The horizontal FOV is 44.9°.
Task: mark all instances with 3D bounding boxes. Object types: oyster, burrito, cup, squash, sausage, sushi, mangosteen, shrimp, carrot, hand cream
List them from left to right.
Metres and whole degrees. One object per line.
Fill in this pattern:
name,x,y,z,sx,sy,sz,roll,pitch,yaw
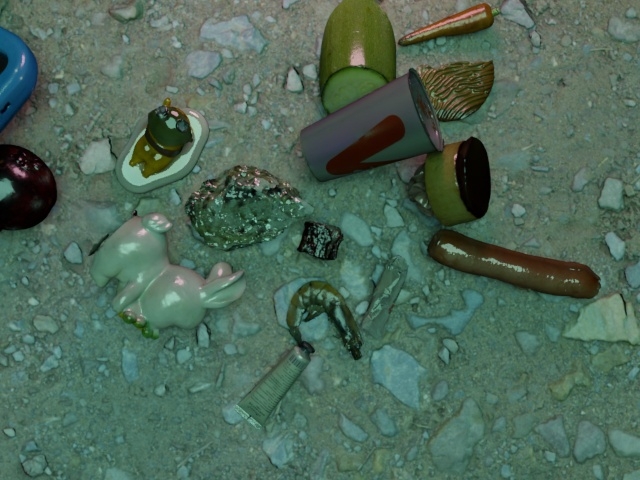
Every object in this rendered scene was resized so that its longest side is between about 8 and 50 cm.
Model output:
mangosteen,-0.684,-0.109,1.700,0.209,0.210,0.210,0,87,-5
oyster,-0.168,-0.081,1.780,0.267,0.112,0.199,-28,90,-9
hand cream,-0.099,0.330,1.794,0.080,0.050,0.234,40,98,-1
sushi,-0.001,0.000,1.796,0.094,0.098,0.084,16,87,-6
shrimp,0.008,0.202,1.817,0.150,0.051,0.217,-32,87,1
squash,0.090,-0.433,1.864,0.189,0.189,0.261,5,51,-5
cup,0.111,-0.240,1.746,0.288,0.203,0.203,-19,89,19
burrito,0.153,0.130,1.825,0.064,0.064,0.203,23,88,-4
carrot,0.309,-0.514,1.876,0.256,0.061,0.061,-17,89,5
sausage,0.460,0.061,1.840,0.418,0.094,0.094,14,116,-5

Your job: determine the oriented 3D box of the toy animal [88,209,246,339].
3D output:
toy animal,-0.343,0.082,1.720,0.310,0.183,0.247,41,85,-2

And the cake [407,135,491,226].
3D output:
cake,0.287,-0.137,1.801,0.178,0.185,0.208,1,105,31

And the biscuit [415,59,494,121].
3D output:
biscuit,0.319,-0.378,1.876,0.228,0.031,0.176,-44,93,-5

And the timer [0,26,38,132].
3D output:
timer,-0.796,-0.343,1.684,0.340,0.115,0.309,28,75,19

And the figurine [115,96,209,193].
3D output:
figurine,-0.364,-0.214,1.754,0.166,0.141,0.250,40,85,-4
